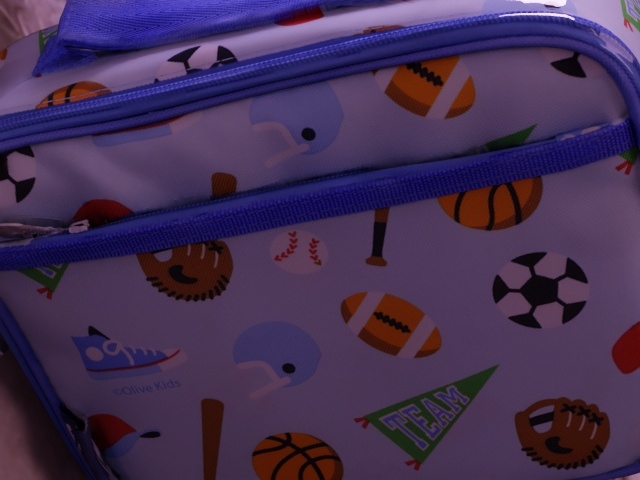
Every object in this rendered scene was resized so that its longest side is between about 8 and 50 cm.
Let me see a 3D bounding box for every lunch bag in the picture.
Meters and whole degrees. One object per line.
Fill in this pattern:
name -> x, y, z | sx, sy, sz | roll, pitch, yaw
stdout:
lunch bag -> 0.000, 0.000, 0.702 | 0.115, 0.303, 0.243 | -81, 155, -50
